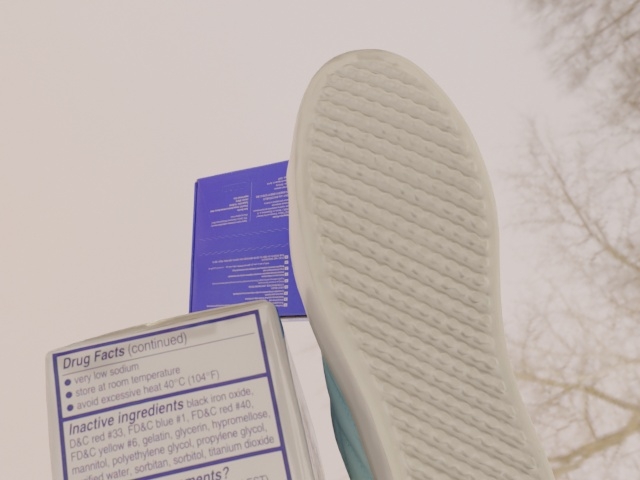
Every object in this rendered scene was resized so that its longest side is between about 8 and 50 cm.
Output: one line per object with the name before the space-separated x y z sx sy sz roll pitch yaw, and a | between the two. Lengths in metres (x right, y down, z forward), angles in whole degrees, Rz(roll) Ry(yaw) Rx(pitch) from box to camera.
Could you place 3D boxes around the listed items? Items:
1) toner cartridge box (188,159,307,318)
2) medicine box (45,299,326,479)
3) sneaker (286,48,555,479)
toner cartridge box | 0.000 0.000 0.992 0.075 0.347 0.165 8 -99 -44
medicine box | -0.058 0.229 0.634 0.263 0.149 0.289 80 177 -63
sneaker | 0.045 0.065 0.636 0.135 0.150 0.366 -8 -99 -18
